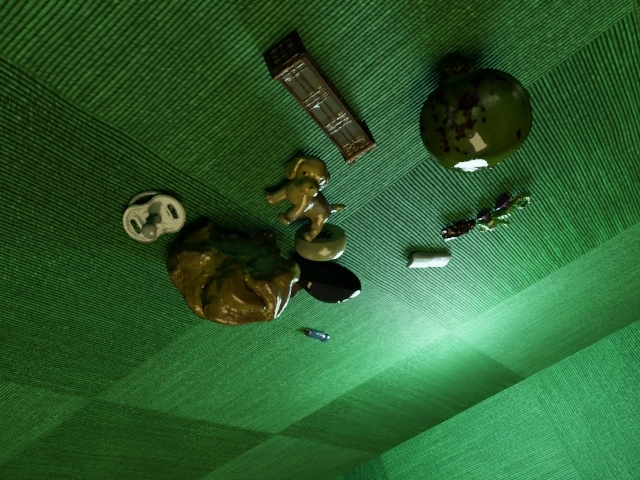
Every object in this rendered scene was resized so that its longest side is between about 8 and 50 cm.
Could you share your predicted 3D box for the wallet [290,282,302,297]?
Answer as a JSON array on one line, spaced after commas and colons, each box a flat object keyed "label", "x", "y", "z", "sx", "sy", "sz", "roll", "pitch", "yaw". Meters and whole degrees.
[{"label": "wallet", "x": -0.143, "y": 0.146, "z": 1.727, "sx": 0.176, "sy": 0.026, "sz": 0.095, "roll": 7, "pitch": 141, "yaw": -30}]

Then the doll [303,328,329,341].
[{"label": "doll", "x": -0.014, "y": 0.344, "z": 2.028, "sx": 0.037, "sy": 0.027, "sz": 0.125, "roll": -41, "pitch": 135, "yaw": 24}]

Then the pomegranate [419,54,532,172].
[{"label": "pomegranate", "x": 0.342, "y": -0.283, "z": 1.256, "sx": 0.254, "sy": 0.254, "sz": 0.271, "roll": -25, "pitch": 109, "yaw": 7}]

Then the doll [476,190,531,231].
[{"label": "doll", "x": 0.573, "y": -0.090, "z": 1.735, "sx": 0.190, "sy": 0.050, "sz": 0.115, "roll": -41, "pitch": 134, "yaw": 23}]

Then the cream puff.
[{"label": "cream puff", "x": -0.238, "y": 0.122, "z": 1.464, "sx": 0.323, "sy": 0.270, "sz": 0.274, "roll": 8, "pitch": 140, "yaw": -29}]

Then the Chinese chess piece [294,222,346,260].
[{"label": "Chinese chess piece", "x": 0.000, "y": 0.000, "z": 1.515, "sx": 0.144, "sy": 0.144, "sz": 0.059, "roll": -8, "pitch": 118, "yaw": -15}]

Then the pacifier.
[{"label": "pacifier", "x": -0.397, "y": -0.049, "z": 1.308, "sx": 0.150, "sy": 0.117, "sz": 0.127, "roll": -15, "pitch": 117, "yaw": 0}]

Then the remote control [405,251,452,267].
[{"label": "remote control", "x": 0.362, "y": 0.067, "z": 1.849, "sx": 0.162, "sy": 0.029, "sz": 0.061, "roll": 1, "pitch": 140, "yaw": -25}]

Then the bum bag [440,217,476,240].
[{"label": "bum bag", "x": 0.436, "y": -0.034, "z": 1.752, "sx": 0.124, "sy": 0.034, "sz": 0.058, "roll": -14, "pitch": 133, "yaw": -8}]

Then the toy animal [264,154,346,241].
[{"label": "toy animal", "x": -0.037, "y": -0.105, "z": 1.399, "sx": 0.168, "sy": 0.121, "sz": 0.233, "roll": -33, "pitch": 145, "yaw": -1}]

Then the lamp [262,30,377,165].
[{"label": "lamp", "x": 0.008, "y": -0.295, "z": 1.201, "sx": 0.090, "sy": 0.089, "sz": 0.325, "roll": -32, "pitch": 140, "yaw": 16}]

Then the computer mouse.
[{"label": "computer mouse", "x": 0.006, "y": 0.126, "z": 1.676, "sx": 0.269, "sy": 0.138, "sz": 0.086, "roll": 17, "pitch": 121, "yaw": -39}]
